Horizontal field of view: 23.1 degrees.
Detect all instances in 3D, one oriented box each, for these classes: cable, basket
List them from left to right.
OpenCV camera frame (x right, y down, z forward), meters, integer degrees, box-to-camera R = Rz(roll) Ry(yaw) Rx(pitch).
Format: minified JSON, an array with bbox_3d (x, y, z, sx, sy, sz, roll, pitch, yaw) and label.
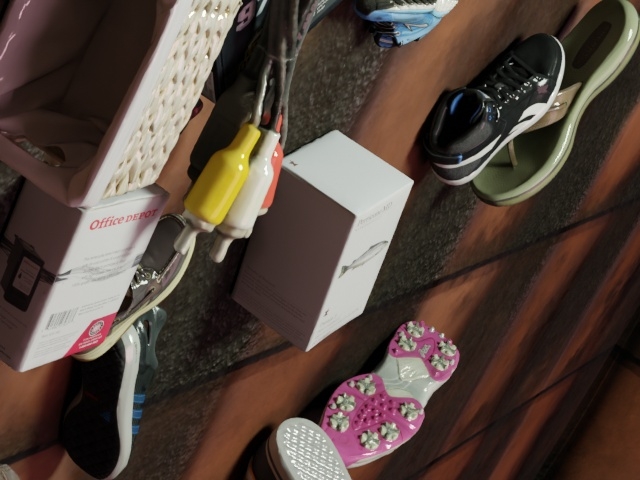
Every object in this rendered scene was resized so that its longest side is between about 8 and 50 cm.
[{"bbox_3d":[-0.143,-0.120,1.044,0.167,0.113,0.103,-62,163,18],"label":"basket"},{"bbox_3d":[-0.028,-0.117,1.210,0.287,0.072,0.139,-61,163,22],"label":"cable"}]

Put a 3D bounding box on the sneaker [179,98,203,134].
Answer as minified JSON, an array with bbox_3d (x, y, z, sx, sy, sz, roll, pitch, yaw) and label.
[{"bbox_3d":[-0.141,-0.083,1.211,0.119,0.047,0.057,-26,157,-51],"label":"sneaker"}]

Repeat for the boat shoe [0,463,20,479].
[{"bbox_3d":[-0.337,0.329,1.318,0.096,0.116,0.324,-11,127,-58],"label":"boat shoe"}]

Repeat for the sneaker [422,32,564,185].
[{"bbox_3d":[0.204,-0.164,1.788,0.217,0.079,0.121,-51,161,-6],"label":"sneaker"}]

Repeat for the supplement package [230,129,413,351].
[{"bbox_3d":[0.000,0.000,1.556,0.105,0.105,0.179,-31,149,-46],"label":"supplement package"}]

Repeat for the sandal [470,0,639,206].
[{"bbox_3d":[0.272,-0.179,1.913,0.086,0.120,0.303,33,90,-42],"label":"sandal"}]

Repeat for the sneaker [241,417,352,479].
[{"bbox_3d":[0.005,0.381,1.884,0.126,0.321,0.127,1,143,-40],"label":"sneaker"}]

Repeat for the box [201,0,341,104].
[{"bbox_3d":[-0.025,-0.230,1.216,0.220,0.051,0.175,-45,158,-23],"label":"box"}]

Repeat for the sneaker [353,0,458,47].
[{"bbox_3d":[0.074,-0.208,1.460,0.073,0.063,0.162,-58,160,19],"label":"sneaker"}]

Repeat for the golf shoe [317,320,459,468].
[{"bbox_3d":[0.078,0.229,2.073,0.306,0.115,0.140,-38,162,-49],"label":"golf shoe"}]

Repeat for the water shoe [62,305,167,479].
[{"bbox_3d":[-0.178,0.137,1.424,0.080,0.073,0.203,-38,154,-44],"label":"water shoe"}]

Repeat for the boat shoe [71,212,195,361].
[{"bbox_3d":[-0.164,0.038,1.323,0.152,0.056,0.049,-52,165,-7],"label":"boat shoe"}]

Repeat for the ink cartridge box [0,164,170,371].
[{"bbox_3d":[-0.194,0.015,1.208,0.109,0.063,0.150,-16,137,-59],"label":"ink cartridge box"}]
